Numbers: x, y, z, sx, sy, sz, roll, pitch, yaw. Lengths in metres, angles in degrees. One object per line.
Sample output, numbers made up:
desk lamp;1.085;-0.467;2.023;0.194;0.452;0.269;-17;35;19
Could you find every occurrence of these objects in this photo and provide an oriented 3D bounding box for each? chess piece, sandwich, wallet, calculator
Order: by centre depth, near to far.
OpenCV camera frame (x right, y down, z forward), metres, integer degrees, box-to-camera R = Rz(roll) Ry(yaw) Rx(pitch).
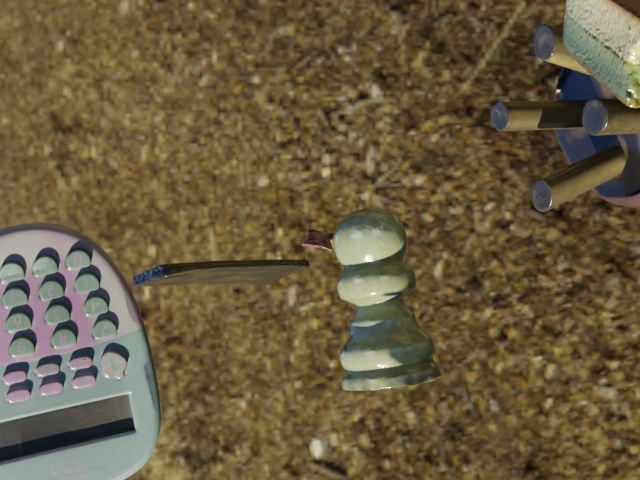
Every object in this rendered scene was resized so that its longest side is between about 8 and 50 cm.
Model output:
calculator;-0.240;0.132;0.997;0.041;0.186;0.298;-157;56;-72
sandwich;0.365;-0.228;1.270;0.220;0.186;0.108;17;119;19
chess piece;0.085;0.078;1.583;0.144;0.144;0.251;-10;87;56
wallet;-0.170;0.056;1.901;0.146;0.285;0.030;-17;76;55

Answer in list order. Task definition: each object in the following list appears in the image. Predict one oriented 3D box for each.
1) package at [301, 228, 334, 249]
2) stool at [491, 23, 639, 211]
package;0.000;0.000;2.022;0.083;0.059;0.029;-62;-19;-69
stool;0.390;-0.177;1.592;0.272;0.179;0.272;21;114;61
